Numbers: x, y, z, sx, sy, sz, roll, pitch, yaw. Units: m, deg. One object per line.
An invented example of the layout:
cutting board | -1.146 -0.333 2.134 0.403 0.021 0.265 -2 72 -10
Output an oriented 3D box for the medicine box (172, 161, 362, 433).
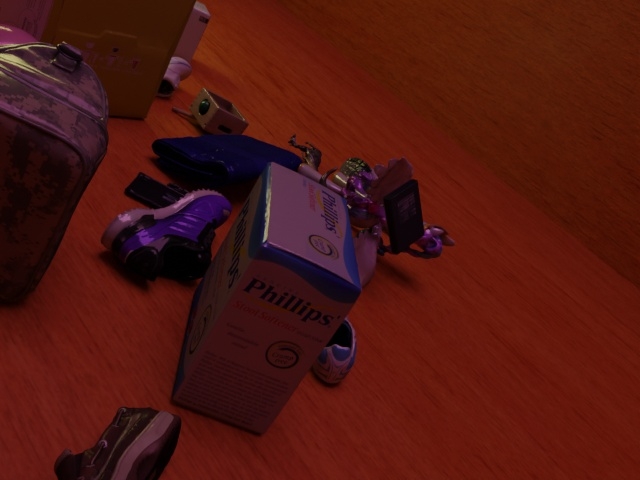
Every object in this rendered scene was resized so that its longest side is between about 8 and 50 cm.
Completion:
medicine box | -0.080 0.077 0.964 0.149 0.289 0.263 24 25 -16

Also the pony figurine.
pony figurine | 0.111 -0.066 1.531 0.363 0.303 0.351 27 11 27

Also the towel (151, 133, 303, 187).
towel | -0.206 -0.180 1.512 0.227 0.076 0.308 24 22 26

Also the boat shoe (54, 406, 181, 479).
boat shoe | -0.241 0.264 0.693 0.095 0.095 0.257 19 18 6

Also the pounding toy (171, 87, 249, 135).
pounding toy | -0.292 -0.329 1.733 0.141 0.100 0.130 20 26 -48

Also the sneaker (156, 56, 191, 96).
sneaker | -0.426 -0.434 1.782 0.091 0.094 0.258 52 31 1

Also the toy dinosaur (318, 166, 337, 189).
toy dinosaur | 0.000 0.000 1.303 0.121 0.314 0.160 36 -15 -16

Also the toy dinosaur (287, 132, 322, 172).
toy dinosaur | -0.045 -0.232 1.859 0.118 0.064 0.268 31 27 -17

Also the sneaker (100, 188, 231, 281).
sneaker | -0.236 0.004 1.164 0.146 0.102 0.293 42 32 14

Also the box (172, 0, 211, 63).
box | -0.467 -0.679 2.055 0.180 0.182 0.119 17 26 -30

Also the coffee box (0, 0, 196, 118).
coffee box | -0.545 -0.508 1.459 0.334 0.338 0.337 44 28 24

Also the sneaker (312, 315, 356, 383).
sneaker | 0.028 0.159 1.184 0.085 0.086 0.237 24 24 -13

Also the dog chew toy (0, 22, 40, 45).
dog chew toy | -0.640 -0.320 1.184 0.331 0.207 0.206 30 24 15

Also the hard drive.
hard drive | 0.178 -0.050 1.386 0.094 0.135 0.022 -33 36 -31

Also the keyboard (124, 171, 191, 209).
keyboard | -0.298 -0.080 1.330 0.180 0.023 0.108 29 31 -8

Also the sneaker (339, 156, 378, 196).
sneaker | 0.162 -0.122 1.870 0.297 0.111 0.129 49 14 26

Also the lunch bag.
lunch bag | -0.424 -0.105 0.904 0.212 0.305 0.256 27 28 -16
